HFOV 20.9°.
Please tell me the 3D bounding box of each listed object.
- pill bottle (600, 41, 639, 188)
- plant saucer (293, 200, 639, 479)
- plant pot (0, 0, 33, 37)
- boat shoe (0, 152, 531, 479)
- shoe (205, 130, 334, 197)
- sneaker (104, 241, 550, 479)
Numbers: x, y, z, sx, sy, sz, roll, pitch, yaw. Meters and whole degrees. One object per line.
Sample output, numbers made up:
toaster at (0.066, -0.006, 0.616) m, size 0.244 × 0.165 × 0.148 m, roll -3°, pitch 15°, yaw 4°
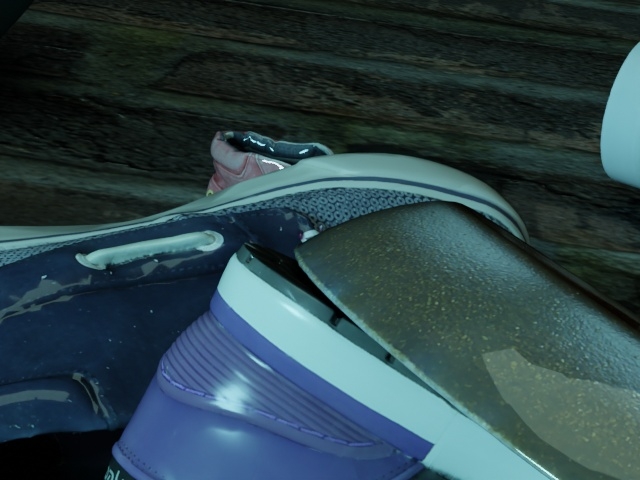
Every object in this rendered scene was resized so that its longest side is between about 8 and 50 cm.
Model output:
pill bottle at (0.308, -0.054, 1.093) m, size 0.245 × 0.136 × 0.136 m, roll 19°, pitch 23°, yaw 30°
plant saucer at (0.132, 0.071, 0.596) m, size 0.310 × 0.050 × 0.310 m, roll 34°, pitch 6°, yaw -4°
plant pot at (-0.310, -0.225, 1.236) m, size 0.290 × 0.195 × 0.290 m, roll 11°, pitch 13°, yaw -2°
boat shoe at (-0.040, 0.058, 0.710) m, size 0.340 × 0.127 × 0.158 m, roll -10°, pitch 31°, yaw -21°
shoe at (0.000, 0.000, 0.913) m, size 0.063 × 0.081 × 0.178 m, roll -12°, pitch 27°, yaw -43°
sneaker at (0.059, 0.128, 0.578) m, size 0.283 × 0.124 × 0.107 m, roll 34°, pitch 4°, yaw 6°
